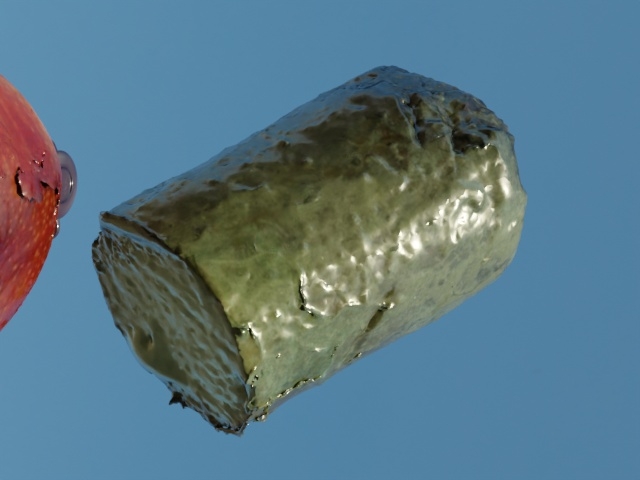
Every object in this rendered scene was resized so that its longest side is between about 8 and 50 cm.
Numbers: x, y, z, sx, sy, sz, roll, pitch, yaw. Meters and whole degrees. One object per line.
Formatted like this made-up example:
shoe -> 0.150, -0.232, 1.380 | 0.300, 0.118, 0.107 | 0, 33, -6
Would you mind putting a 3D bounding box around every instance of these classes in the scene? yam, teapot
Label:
yam -> 0.000, 0.000, 1.278 | 0.195, 0.300, 0.195 | 46, -26, 30
teapot -> -0.262, -0.050, 1.608 | 0.045, 0.068, 0.100 | 6, -81, 24

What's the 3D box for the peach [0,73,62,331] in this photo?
peach -> -0.273, -0.023, 1.025 | 0.231, 0.231, 0.231 | -3, -95, 39
